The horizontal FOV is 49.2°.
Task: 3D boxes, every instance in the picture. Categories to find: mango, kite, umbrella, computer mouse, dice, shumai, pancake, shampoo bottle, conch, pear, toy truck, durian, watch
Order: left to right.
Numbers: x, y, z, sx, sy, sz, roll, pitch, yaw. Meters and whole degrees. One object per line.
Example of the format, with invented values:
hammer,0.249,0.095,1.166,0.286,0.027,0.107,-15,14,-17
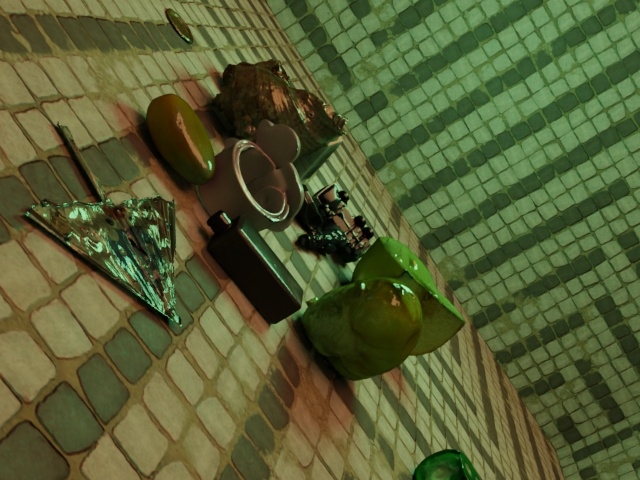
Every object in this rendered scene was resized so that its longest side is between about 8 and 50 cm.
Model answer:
kite,-0.310,-0.025,1.080,0.368,0.014,0.406,59,16,4
pancake,-0.386,-0.590,1.923,0.115,0.011,0.115,50,17,-22
mango,-0.271,-0.196,1.377,0.194,0.092,0.130,62,18,12
watch,-0.151,-0.134,1.486,0.217,0.211,0.248,-7,75,-64
shampoo bottle,-0.133,0.046,1.370,0.246,0.079,0.080,53,16,-19
shumai,-0.168,-0.445,2.018,0.206,0.175,0.166,38,25,-60
conch,-0.117,-0.297,1.834,0.352,0.210,0.297,29,-9,8
computer mouse,-0.039,-0.084,1.945,0.192,0.062,0.106,66,-2,-61
umbrella,0.000,0.003,1.898,0.080,0.071,0.224,47,19,15
toy truck,0.057,-0.046,2.075,0.242,0.101,0.125,57,-28,-10
durian,0.101,0.189,1.532,0.256,0.340,0.204,14,63,-37
pear,0.201,0.144,1.983,0.342,0.238,0.318,40,12,-37
dice,0.301,0.574,1.624,0.120,0.128,0.131,52,15,-28

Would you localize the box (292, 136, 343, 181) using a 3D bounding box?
box,-0.038,-0.289,2.053,0.067,0.233,0.149,-26,81,-34
